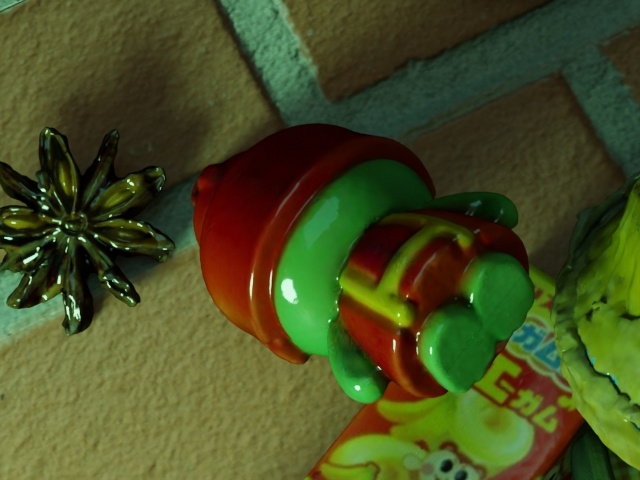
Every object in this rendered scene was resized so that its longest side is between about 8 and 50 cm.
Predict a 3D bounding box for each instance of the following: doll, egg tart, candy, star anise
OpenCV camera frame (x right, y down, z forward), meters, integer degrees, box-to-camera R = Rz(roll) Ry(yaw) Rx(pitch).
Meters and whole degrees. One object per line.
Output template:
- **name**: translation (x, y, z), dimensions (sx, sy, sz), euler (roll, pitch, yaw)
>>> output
- **doll**: translation (0.001, 0.001, 1.370), dimensions (0.182, 0.160, 0.363), euler (-55, 36, -8)
- **egg tart**: translation (0.341, 0.014, 1.250), dimensions (0.388, 0.169, 0.388), euler (-9, 39, 8)
- **candy**: translation (0.108, 0.153, 1.365), dimensions (0.146, 0.088, 0.276), euler (36, 74, 22)
- **star anise**: translation (-0.234, -0.016, 1.493), dimensions (0.234, 0.073, 0.177), euler (13, 75, -4)

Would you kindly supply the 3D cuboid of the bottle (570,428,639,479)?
- **bottle**: translation (0.321, 0.181, 1.296), dimensions (0.271, 0.143, 0.156), euler (-11, 24, 6)
